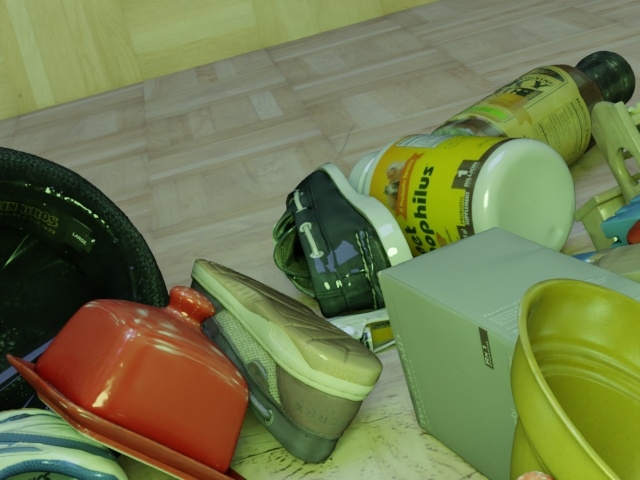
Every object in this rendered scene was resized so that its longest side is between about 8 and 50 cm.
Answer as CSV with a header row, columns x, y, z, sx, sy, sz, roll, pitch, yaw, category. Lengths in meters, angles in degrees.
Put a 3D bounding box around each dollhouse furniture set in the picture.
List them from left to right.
x,y,z,sx,sy,sz,roll,pitch,yaw,category
0.311,-0.083,1.256,0.182,0.101,0.161,-23,-11,-16,dollhouse furniture set

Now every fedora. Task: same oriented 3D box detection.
x,y,z,sx,sy,sz,roll,pitch,yaw,category
-0.286,0.088,1.167,0.334,0.334,0.152,-24,-15,-29,fedora

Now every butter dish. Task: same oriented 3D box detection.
x,y,z,sx,sy,sz,roll,pitch,yaw,category
-0.112,0.087,1.035,0.118,0.160,0.160,-63,28,-4,butter dish

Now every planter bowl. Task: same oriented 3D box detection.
x,y,z,sx,sy,sz,roll,pitch,yaw,category
0.161,0.124,0.739,0.090,0.217,0.217,-53,-1,25,planter bowl

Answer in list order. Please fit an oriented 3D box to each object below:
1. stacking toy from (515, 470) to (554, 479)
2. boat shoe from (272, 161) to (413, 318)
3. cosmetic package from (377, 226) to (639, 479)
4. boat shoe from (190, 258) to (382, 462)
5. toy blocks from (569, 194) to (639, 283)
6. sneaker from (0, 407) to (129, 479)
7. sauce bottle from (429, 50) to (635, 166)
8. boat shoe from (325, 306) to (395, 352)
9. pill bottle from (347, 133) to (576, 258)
x,y,z,sx,sy,sz,roll,pitch,yaw,category
-0.043,0.199,0.675,0.309,0.130,0.279,-24,18,-31,stacking toy
0.000,0.000,1.353,0.091,0.114,0.302,-21,10,-10,boat shoe
0.133,0.081,0.933,0.107,0.127,0.238,-21,15,-18,cosmetic package
-0.046,0.085,1.131,0.103,0.092,0.285,23,3,-27,boat shoe
0.314,-0.009,1.037,0.381,0.190,0.261,-35,10,-28,toy blocks
-0.261,0.188,0.948,0.296,0.112,0.131,-24,19,-28,sneaker
0.227,-0.120,1.573,0.111,0.111,0.344,-3,19,37,sauce bottle
0.030,0.079,1.205,0.100,0.035,0.035,-13,12,-19,boat shoe
0.120,-0.037,1.366,0.117,0.117,0.215,-25,18,-32,pill bottle
